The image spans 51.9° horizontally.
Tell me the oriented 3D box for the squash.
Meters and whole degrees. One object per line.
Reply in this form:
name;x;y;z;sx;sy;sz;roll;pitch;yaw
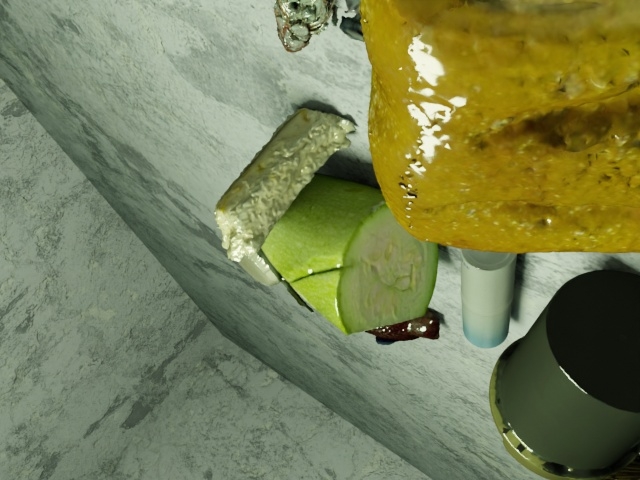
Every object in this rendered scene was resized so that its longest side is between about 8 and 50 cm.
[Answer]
squash;0.000;0.000;1.056;0.309;0.233;0.210;13;105;45

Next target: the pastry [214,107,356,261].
pastry;-0.067;-0.087;0.960;0.089;0.258;0.121;44;171;-20

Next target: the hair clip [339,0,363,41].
hair clip;0.066;-0.196;0.645;0.146;0.056;0.187;40;-164;-33

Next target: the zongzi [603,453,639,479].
zongzi;0.483;0.325;0.906;0.289;0.154;0.318;22;139;63

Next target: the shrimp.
shrimp;-0.013;-0.269;0.718;0.074;0.073;0.190;12;163;-18

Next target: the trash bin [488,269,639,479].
trash bin;0.338;0.194;0.865;0.214;0.214;0.334;33;155;22

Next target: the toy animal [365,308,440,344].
toy animal;0.145;0.164;1.308;0.179;0.116;0.219;25;149;40

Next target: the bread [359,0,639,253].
bread;0.192;-0.095;0.409;0.327;0.148;0.337;4;154;9

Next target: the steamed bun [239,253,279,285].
steamed bun;-0.137;0.022;1.552;0.183;0.106;0.183;39;161;16

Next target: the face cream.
face cream;0.247;0.076;0.976;0.077;0.077;0.250;31;158;27
